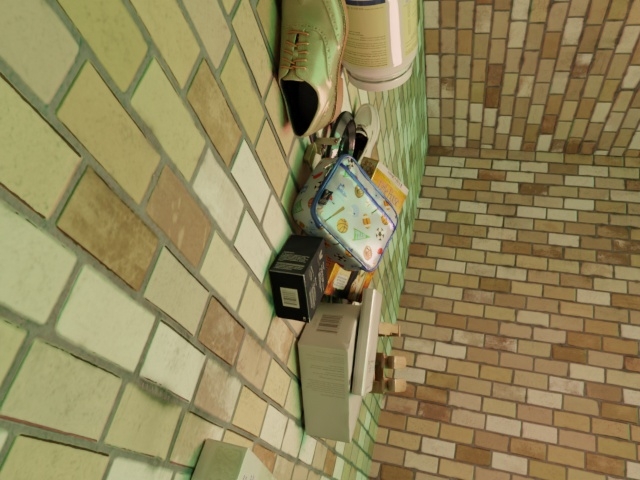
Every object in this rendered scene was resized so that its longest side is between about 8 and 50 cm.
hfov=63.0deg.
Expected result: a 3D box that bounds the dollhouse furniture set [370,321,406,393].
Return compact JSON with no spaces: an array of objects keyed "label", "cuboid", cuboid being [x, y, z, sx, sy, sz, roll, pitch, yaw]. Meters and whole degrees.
[{"label":"dollhouse furniture set","cuboid":[0.201,0.414,1.844,0.161,0.212,0.241,21,67,-54]}]

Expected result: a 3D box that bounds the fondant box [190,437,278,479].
[{"label":"fondant box","cuboid":[-0.181,0.574,1.050,0.330,0.096,0.238,73,28,-50]}]

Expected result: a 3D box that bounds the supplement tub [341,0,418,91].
[{"label":"supplement tub","cuboid":[0.154,-0.612,1.465,0.324,0.236,0.235,76,26,-51]}]

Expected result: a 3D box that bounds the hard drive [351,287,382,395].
[{"label":"hard drive","cuboid":[0.146,0.310,1.607,0.203,0.040,0.307,41,55,-73]}]

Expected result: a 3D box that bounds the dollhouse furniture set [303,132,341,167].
[{"label":"dollhouse furniture set","cuboid":[0.011,-0.232,1.400,0.091,0.081,0.114,73,29,-54]}]

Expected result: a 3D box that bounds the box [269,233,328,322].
[{"label":"box","cuboid":[-0.050,0.093,1.303,0.158,0.093,0.155,-61,152,-50]}]

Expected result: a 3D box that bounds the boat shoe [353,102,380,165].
[{"label":"boat shoe","cuboid":[0.135,-0.354,1.763,0.088,0.096,0.267,48,56,-67]}]

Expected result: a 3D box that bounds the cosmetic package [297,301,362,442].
[{"label":"cosmetic package","cuboid":[0.040,0.408,1.614,0.217,0.156,0.384,-63,153,-55]}]

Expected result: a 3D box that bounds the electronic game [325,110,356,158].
[{"label":"electronic game","cuboid":[0.060,-0.282,1.603,0.229,0.048,0.229,15,90,-74]}]

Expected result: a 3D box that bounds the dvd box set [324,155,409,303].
[{"label":"dvd box set","cuboid":[0.132,-0.018,1.639,0.308,0.062,0.420,27,86,-62]}]

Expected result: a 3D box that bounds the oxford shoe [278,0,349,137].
[{"label":"oxford shoe","cuboid":[-0.025,-0.412,1.128,0.146,0.141,0.396,-55,146,-45]}]

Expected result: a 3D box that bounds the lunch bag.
[{"label":"lunch bag","cuboid":[0.075,-0.077,1.395,0.303,0.115,0.243,47,61,-31]}]

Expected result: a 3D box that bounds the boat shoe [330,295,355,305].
[{"label":"boat shoe","cuboid":[0.103,0.261,1.873,0.335,0.096,0.112,78,25,-47]}]
